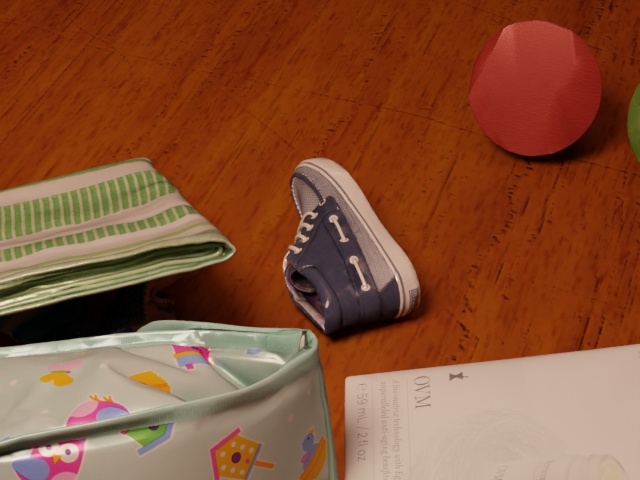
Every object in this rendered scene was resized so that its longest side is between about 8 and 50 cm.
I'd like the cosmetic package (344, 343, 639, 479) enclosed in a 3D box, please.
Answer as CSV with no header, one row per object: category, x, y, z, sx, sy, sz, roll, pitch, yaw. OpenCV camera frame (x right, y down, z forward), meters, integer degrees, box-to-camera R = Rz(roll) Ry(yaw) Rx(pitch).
cosmetic package,0.133,0.190,1.044,0.224,0.138,0.224,-6,36,5

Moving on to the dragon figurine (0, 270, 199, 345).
dragon figurine,-0.200,0.084,1.256,0.289,0.085,0.144,-18,37,-30

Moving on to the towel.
towel,-0.216,-0.004,1.307,0.247,0.038,0.325,-13,14,-11

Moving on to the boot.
boot,0.000,0.000,1.386,0.086,0.069,0.190,-14,40,-23

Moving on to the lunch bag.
lunch bag,-0.112,0.171,1.012,0.262,0.223,0.160,-10,19,-13

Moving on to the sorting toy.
sorting toy,0.323,-0.114,1.548,0.365,0.127,0.126,13,8,12
